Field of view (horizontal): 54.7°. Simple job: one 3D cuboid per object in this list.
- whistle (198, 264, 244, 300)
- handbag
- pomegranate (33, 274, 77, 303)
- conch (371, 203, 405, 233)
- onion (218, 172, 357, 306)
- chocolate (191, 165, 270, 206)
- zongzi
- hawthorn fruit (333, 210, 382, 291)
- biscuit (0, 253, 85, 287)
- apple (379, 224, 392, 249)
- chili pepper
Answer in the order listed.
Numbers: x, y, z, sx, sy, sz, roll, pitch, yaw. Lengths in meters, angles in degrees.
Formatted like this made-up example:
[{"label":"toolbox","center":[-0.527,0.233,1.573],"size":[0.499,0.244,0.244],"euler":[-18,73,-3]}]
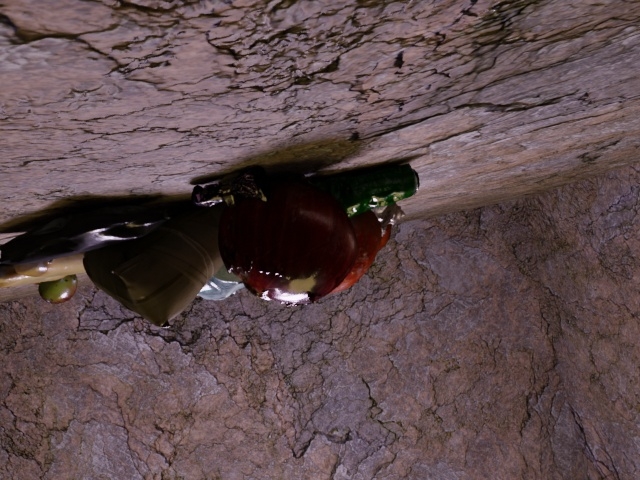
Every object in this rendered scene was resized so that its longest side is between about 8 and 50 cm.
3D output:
[{"label":"whistle","center":[-0.244,0.073,1.941],"size":[0.404,0.188,0.168],"euler":[0,157,-28]},{"label":"handbag","center":[-0.446,-0.010,1.166],"size":[0.332,0.075,0.191],"euler":[-15,178,34]},{"label":"pomegranate","center":[-0.867,0.145,1.993],"size":[0.159,0.130,0.129],"euler":[-9,176,-33]},{"label":"conch","center":[0.137,-0.086,1.855],"size":[0.245,0.163,0.178],"euler":[5,143,-4]},{"label":"onion","center":[-0.065,-0.002,1.189],"size":[0.276,0.276,0.276],"euler":[-12,177,-1]},{"label":"chocolate","center":[-0.160,-0.083,1.075],"size":[0.147,0.070,0.072],"euler":[-18,170,21]},{"label":"zongzi","center":[-0.353,-0.003,1.397],"size":[0.418,0.181,0.447],"euler":[-42,-147,-26]},{"label":"hawthorn fruit","center":[0.000,0.000,1.496],"size":[0.284,0.285,0.284],"euler":[-12,177,-1]},{"label":"biscuit","center":[-0.778,0.081,1.759],"size":[0.236,0.062,0.290],"euler":[-14,178,20]},{"label":"apple","center":[0.068,-0.047,2.178],"size":[0.364,0.295,0.329],"euler":[-10,-145,-6]},{"label":"chili pepper","center":[0.066,-0.101,1.345],"size":[0.270,0.099,0.136],"euler":[-16,-163,-16]}]
